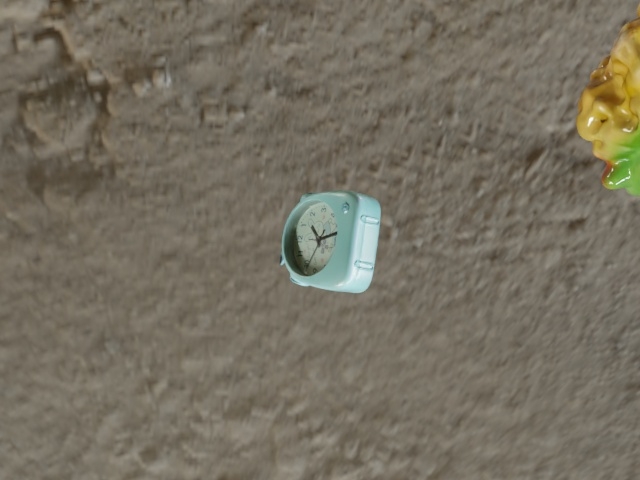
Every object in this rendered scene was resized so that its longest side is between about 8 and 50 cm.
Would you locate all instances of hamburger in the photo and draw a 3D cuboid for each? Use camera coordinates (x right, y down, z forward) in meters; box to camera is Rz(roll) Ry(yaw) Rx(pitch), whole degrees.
[{"bbox_3d":[0.302,-0.133,1.064,0.149,0.237,0.237,43,72,11],"label":"hamburger"}]

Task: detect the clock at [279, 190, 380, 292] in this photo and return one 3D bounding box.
[{"bbox_3d":[-0.001,0.000,1.471,0.045,0.147,0.108,13,84,-42],"label":"clock"}]
